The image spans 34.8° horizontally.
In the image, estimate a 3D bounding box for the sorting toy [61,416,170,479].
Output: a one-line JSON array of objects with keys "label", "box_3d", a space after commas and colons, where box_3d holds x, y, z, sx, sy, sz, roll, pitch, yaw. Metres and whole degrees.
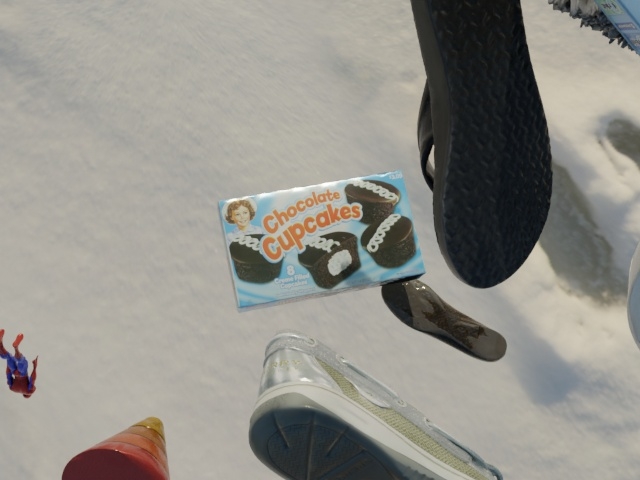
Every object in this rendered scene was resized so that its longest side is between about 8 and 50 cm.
[{"label": "sorting toy", "box_3d": [-0.250, 0.327, 1.166, 0.127, 0.126, 0.365, 27, 121, -3]}]

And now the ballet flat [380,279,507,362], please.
[{"label": "ballet flat", "box_3d": [0.219, 0.143, 1.828, 0.250, 0.058, 0.084, 28, 80, 6]}]

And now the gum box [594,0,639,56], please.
[{"label": "gum box", "box_3d": [0.229, -0.219, 0.654, 0.157, 0.041, 0.184, -44, 102, 2]}]

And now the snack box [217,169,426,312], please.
[{"label": "snack box", "box_3d": [0.000, 0.000, 1.727, 0.322, 0.060, 0.187, -11, 78, -9]}]

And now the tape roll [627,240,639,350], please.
[{"label": "tape roll", "box_3d": [0.607, 0.081, 1.350, 0.392, 0.072, 0.392, 10, 135, 10]}]

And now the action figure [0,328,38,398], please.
[{"label": "action figure", "box_3d": [-0.350, 0.147, 1.186, 0.038, 0.030, 0.115, 8, 134, 5]}]

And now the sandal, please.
[{"label": "sandal", "box_3d": [0.187, -0.165, 1.261, 0.168, 0.107, 0.445, -11, 100, -22]}]

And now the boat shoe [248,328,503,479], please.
[{"label": "boat shoe", "box_3d": [0.071, 0.191, 0.869, 0.320, 0.103, 0.118, 36, 124, -26]}]

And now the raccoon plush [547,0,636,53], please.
[{"label": "raccoon plush", "box_3d": [0.399, -0.221, 0.997, 0.299, 0.216, 0.446, 9, 59, -39]}]
